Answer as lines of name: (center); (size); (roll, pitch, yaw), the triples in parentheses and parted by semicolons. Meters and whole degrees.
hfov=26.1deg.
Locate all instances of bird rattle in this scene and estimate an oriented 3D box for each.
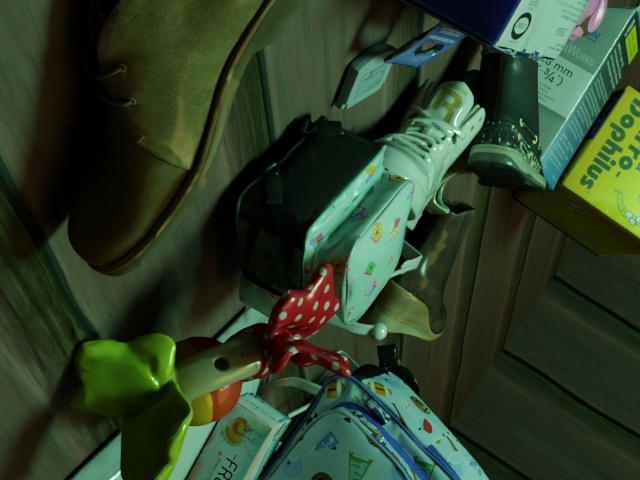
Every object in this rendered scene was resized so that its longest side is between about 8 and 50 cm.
bird rattle: (-0.099, 0.110, 1.223); (0.253, 0.143, 0.207); (-31, 180, -23)

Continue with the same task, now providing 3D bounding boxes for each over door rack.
over door rack: (0.021, 0.155, 1.747); (0.324, 0.108, 0.239); (-36, 154, -54)

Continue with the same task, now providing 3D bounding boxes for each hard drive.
hard drive: (-0.166, 0.224, 1.438); (0.307, 0.040, 0.203); (-45, 160, -40)

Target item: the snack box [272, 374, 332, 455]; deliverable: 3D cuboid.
snack box: (0.006, 0.265, 1.937); (0.037, 0.100, 0.141); (44, 75, -30)

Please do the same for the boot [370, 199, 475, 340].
boot: (0.174, 0.042, 2.020); (0.207, 0.090, 0.248); (-58, 161, 11)

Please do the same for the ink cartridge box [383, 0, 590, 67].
ink cartridge box: (0.199, -0.319, 1.279); (0.395, 0.151, 0.270); (-63, 163, 14)

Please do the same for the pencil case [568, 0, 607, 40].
pencil case: (0.307, -0.300, 1.762); (0.209, 0.095, 0.098); (-14, 100, -65)

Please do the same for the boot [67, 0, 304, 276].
boot: (-0.115, -0.108, 0.894); (0.115, 0.112, 0.305); (6, 125, -39)

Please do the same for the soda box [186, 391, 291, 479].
soda box: (-0.105, 0.259, 1.504); (0.183, 0.058, 0.063); (-60, 165, 13)

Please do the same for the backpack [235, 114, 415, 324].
backpack: (0.000, 0.000, 1.319); (0.166, 0.144, 0.188); (-53, 168, -37)

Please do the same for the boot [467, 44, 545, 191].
boot: (0.237, -0.156, 1.690); (0.236, 0.085, 0.178); (21, 75, -73)

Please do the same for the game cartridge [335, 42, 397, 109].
game cartridge: (0.046, -0.165, 1.368); (0.083, 0.017, 0.056); (-36, 158, -53)

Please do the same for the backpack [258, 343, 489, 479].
backpack: (0.063, 0.302, 1.560); (0.276, 0.263, 0.213); (-54, 169, 19)

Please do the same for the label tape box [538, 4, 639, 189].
label tape box: (0.377, -0.251, 2.038); (0.333, 0.106, 0.240); (-58, 166, 3)

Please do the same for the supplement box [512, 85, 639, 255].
supplement box: (0.485, -0.106, 2.309); (0.194, 0.195, 0.356); (-56, -176, -4)

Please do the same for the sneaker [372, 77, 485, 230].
sneaker: (0.100, -0.110, 1.497); (0.169, 0.108, 0.292); (-59, 174, 0)

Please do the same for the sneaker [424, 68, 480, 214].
sneaker: (0.171, -0.120, 1.729); (0.188, 0.071, 0.066); (-63, 164, 20)
